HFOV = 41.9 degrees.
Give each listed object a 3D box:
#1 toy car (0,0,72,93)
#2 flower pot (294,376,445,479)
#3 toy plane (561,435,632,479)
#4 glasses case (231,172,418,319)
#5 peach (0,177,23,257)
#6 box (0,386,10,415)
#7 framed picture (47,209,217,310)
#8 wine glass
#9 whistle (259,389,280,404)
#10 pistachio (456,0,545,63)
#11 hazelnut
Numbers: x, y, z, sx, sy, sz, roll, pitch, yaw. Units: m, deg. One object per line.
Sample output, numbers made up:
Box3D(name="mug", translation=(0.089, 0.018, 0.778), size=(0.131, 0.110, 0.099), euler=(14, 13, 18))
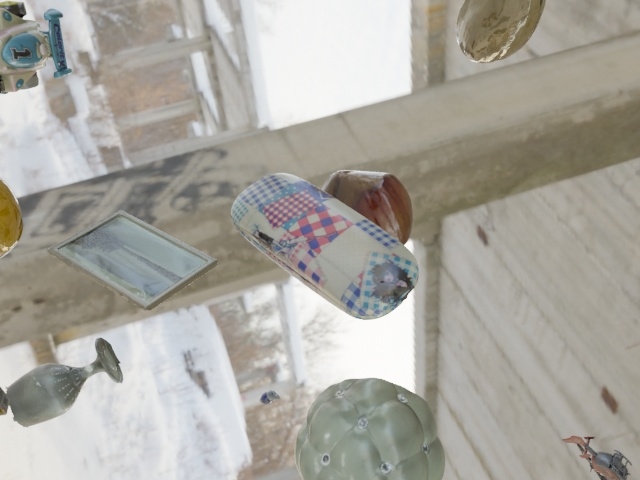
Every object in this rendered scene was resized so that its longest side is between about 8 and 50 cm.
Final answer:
Box3D(name="toy car", translation=(-0.427, -0.267, 1.167), size=(0.161, 0.098, 0.126), euler=(-63, 151, -67))
Box3D(name="flower pot", translation=(0.078, 0.348, 1.350), size=(0.246, 0.245, 0.195), euler=(85, 16, -45))
Box3D(name="toy plane", translation=(0.449, 0.354, 1.339), size=(0.145, 0.037, 0.060), euler=(43, -36, -20))
Box3D(name="glasses case", translation=(0.000, 0.000, 1.204), size=(0.327, 0.125, 0.076), euler=(35, -25, 35))
Box3D(name="peach", translation=(-0.495, -0.043, 1.138), size=(0.179, 0.179, 0.103), euler=(86, 10, -47))
Box3D(name="box", translation=(-0.662, 0.268, 1.597), size=(0.207, 0.049, 0.041), euler=(75, 7, -45))
Box3D(name="framed picture", translation=(-0.394, 0.035, 1.758), size=(0.289, 0.213, 0.016), euler=(26, -51, 25))
Box3D(name="wine glass", translation=(-0.573, 0.320, 1.869), size=(0.127, 0.241, 0.126), euler=(62, -1, 1))
Box3D(name="whistle", translation=(-0.124, 0.377, 2.000), size=(0.033, 0.029, 0.083), euler=(41, -35, -9))
Box3D(name="pistachio", translation=(0.324, -0.407, 1.492), size=(0.136, 0.135, 0.226), euler=(68, -31, 26))
Box3D(name="hazelnut", translation=(0.103, -0.061, 1.842), size=(0.212, 0.181, 0.181), euler=(10, -82, 51))
